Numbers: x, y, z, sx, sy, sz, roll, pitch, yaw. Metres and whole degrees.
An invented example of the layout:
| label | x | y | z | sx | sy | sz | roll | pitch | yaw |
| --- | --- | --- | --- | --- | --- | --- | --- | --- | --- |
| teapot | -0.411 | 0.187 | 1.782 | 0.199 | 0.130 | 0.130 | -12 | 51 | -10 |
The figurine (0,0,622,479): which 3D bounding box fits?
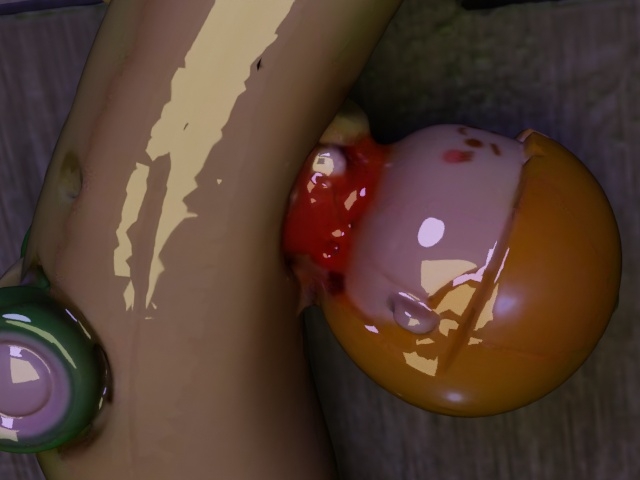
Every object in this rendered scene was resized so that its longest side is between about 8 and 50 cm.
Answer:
| label | x | y | z | sx | sy | sz | roll | pitch | yaw |
| --- | --- | --- | --- | --- | --- | --- | --- | --- | --- |
| figurine | 0.000 | 0.000 | 0.459 | 0.222 | 0.124 | 0.325 | 22 | 111 | -1 |
